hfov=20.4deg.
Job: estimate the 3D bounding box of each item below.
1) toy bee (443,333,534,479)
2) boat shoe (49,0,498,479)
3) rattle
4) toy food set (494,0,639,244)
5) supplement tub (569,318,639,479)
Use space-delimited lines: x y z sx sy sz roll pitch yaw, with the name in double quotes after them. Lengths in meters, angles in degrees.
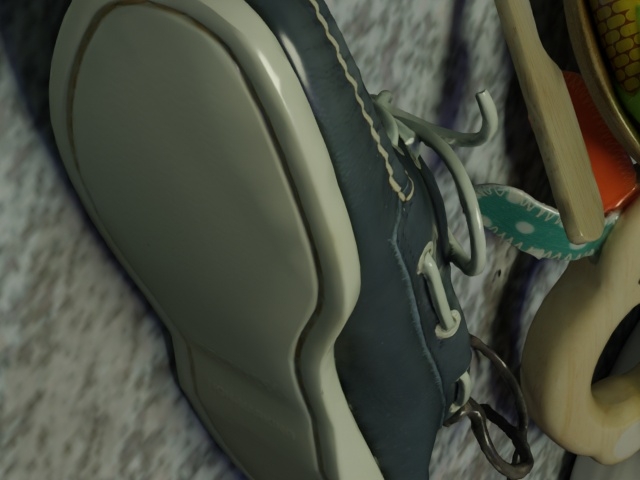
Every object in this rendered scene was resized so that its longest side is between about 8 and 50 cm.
0.062 0.214 0.656 0.162 0.298 0.195 -34 132 20 "toy bee"
0.000 0.000 0.493 0.079 0.095 0.254 -49 146 -22 "boat shoe"
0.143 0.040 0.674 0.130 0.142 0.199 -23 143 -2 "rattle"
0.134 -0.072 0.643 0.192 0.039 0.132 -17 88 -52 "toy food set"
0.294 0.147 0.816 0.228 0.316 0.228 -35 137 -40 "supplement tub"
